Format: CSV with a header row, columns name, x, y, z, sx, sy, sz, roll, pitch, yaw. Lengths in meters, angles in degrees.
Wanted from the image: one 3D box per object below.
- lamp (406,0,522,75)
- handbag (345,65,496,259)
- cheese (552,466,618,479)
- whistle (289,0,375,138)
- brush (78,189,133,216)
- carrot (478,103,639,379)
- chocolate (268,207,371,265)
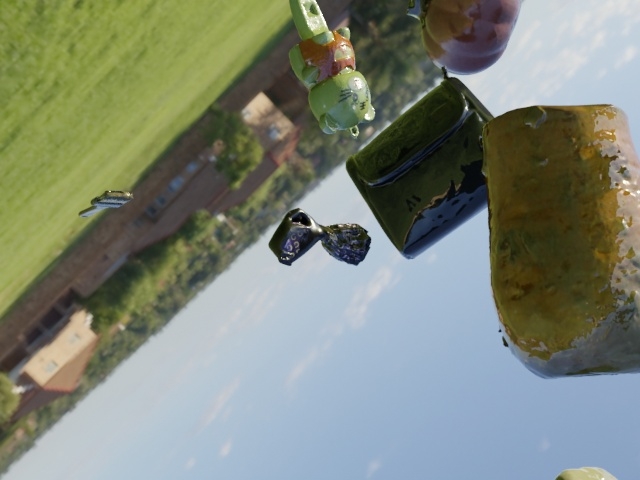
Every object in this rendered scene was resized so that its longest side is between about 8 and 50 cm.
name,x,y,z,sx,sy,sz,roll,pitch,yaw
lamp,0.308,-0.510,1.887,0.305,0.239,0.305,14,90,-86
handbag,0.200,-0.152,1.629,0.302,0.275,0.178,-37,167,12
cheese,0.386,0.425,1.110,0.247,0.173,0.251,0,-104,44
whistle,0.012,-0.318,1.576,0.131,0.288,0.106,-23,-176,-40
brush,-0.318,-0.050,1.265,0.043,0.014,0.170,4,171,-32
carrot,0.322,0.002,1.113,0.224,0.341,0.224,-4,169,-1
chocolate,0.000,-0.003,1.124,0.070,0.072,0.147,-24,162,34
